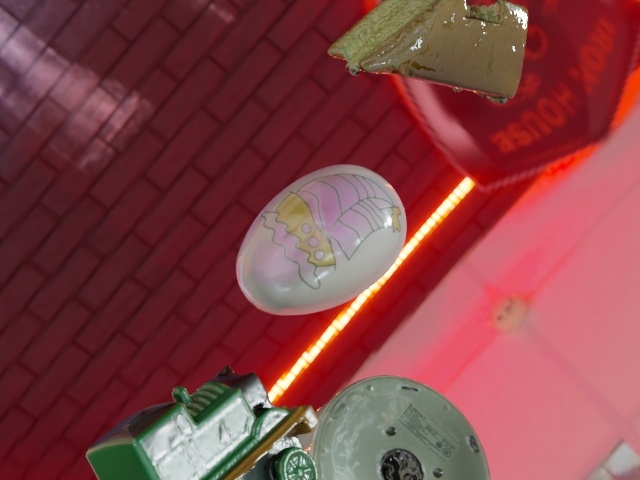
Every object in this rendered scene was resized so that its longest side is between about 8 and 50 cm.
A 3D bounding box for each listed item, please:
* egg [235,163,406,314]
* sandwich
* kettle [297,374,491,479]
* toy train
[{"bbox_3d":[0.000,0.000,1.913,0.271,0.196,0.196,-23,-172,-31],"label":"egg"},{"bbox_3d":[0.134,-0.252,1.657,0.122,0.236,0.128,13,-84,53],"label":"sandwich"},{"bbox_3d":[0.014,0.317,1.422,0.318,0.205,0.265,-41,-141,54],"label":"kettle"},{"bbox_3d":[-0.090,0.173,1.025,0.091,0.136,0.228,-20,-166,42],"label":"toy train"}]
